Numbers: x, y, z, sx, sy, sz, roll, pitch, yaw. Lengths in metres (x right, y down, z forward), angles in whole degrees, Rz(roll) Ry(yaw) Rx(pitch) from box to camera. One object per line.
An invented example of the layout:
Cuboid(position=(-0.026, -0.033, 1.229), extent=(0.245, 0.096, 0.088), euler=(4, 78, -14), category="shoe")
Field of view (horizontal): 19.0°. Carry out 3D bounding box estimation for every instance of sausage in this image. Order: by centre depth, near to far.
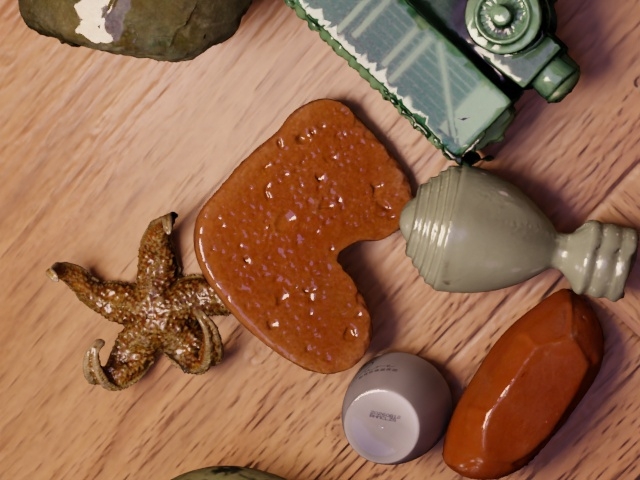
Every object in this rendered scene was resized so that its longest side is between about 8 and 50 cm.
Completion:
Cuboid(position=(0.169, 0.123, 1.576), extent=(0.089, 0.089, 0.179), euler=(35, 98, 7), category="sausage")

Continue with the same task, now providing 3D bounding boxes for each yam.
Cuboid(position=(-0.133, -0.289, 1.529), extent=(0.195, 0.195, 0.300), euler=(14, 103, 12), category="yam")

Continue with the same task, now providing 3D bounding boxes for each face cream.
Cuboid(position=(0.062, 0.143, 1.601), extent=(0.091, 0.095, 0.091), euler=(3, 102, 15), category="face cream")

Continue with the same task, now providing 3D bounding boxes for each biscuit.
Cuboid(position=(0.000, 0.000, 1.598), extent=(0.186, 0.036, 0.192), euler=(44, 85, -2), category="biscuit")

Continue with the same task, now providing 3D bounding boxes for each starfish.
Cuboid(position=(-0.134, 0.049, 1.647), extent=(0.190, 0.074, 0.146), euler=(-11, 96, 12), category="starfish")

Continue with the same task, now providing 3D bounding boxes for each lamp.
Cuboid(position=(0.158, 0.002, 1.552), extent=(0.193, 0.106, 0.106), euler=(14, 103, 3), category="lamp")

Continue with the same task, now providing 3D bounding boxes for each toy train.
Cuboid(position=(0.082, -0.189, 1.527), extent=(0.269, 0.115, 0.154), euler=(44, 102, 3), category="toy train")

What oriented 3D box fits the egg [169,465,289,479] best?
Cuboid(position=(-0.060, 0.282, 1.619), extent=(0.228, 0.177, 0.177), euler=(8, 102, 0), category="egg")
